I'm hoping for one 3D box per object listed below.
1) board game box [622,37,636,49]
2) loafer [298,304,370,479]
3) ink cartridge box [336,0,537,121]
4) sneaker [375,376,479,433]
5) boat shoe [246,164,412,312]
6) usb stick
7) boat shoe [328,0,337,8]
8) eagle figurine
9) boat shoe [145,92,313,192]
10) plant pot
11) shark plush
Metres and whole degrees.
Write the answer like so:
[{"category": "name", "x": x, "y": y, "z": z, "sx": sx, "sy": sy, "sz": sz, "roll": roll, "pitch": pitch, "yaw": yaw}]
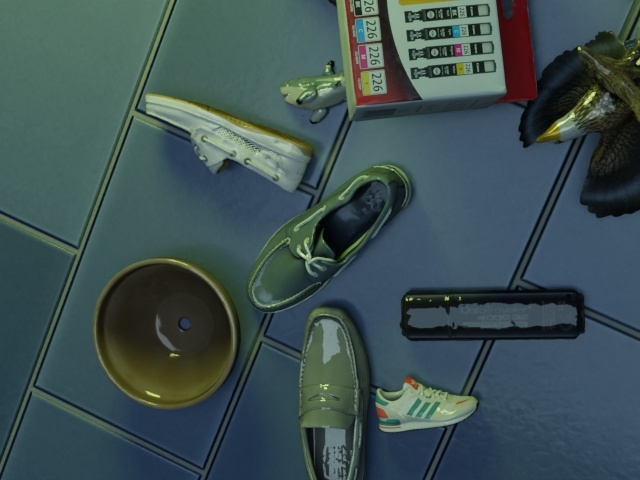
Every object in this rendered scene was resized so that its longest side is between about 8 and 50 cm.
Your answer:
[{"category": "board game box", "x": 0.495, "y": -0.199, "z": 1.651, "sx": 0.045, "sy": 0.146, "sz": 0.194, "roll": -15, "pitch": 94, "yaw": -20}, {"category": "loafer", "x": 0.020, "y": 0.262, "z": 1.828, "sx": 0.112, "sy": 0.111, "sz": 0.320, "roll": -5, "pitch": 95, "yaw": 14}, {"category": "ink cartridge box", "x": 0.159, "y": -0.334, "z": 1.608, "sx": 0.271, "sy": 0.130, "sz": 0.310, "roll": -6, "pitch": 88, "yaw": -3}, {"category": "sneaker", "x": 0.159, "y": 0.246, "z": 1.822, "sx": 0.161, "sy": 0.057, "sz": 0.075, "roll": -12, "pitch": 99, "yaw": 17}, {"category": "boat shoe", "x": 0.000, "y": 0.000, "z": 1.811, "sx": 0.319, "sy": 0.099, "sz": 0.116, "roll": -39, "pitch": 87, "yaw": 14}, {"category": "usb stick", "x": 0.256, "y": 0.112, "z": 1.792, "sx": 0.277, "sy": 0.045, "sz": 0.077, "roll": -2, "pitch": 89, "yaw": 14}, {"category": "boat shoe", "x": 0.068, "y": -0.387, "z": 1.736, "sx": 0.355, "sy": 0.130, "sz": 0.132, "roll": 33, "pitch": 102, "yaw": 7}, {"category": "eagle figurine", "x": 0.388, "y": -0.173, "z": 1.613, "sx": 0.225, "sy": 0.298, "sz": 0.226, "roll": 5, "pitch": 79, "yaw": 8}, {"category": "boat shoe", "x": -0.153, "y": -0.149, "z": 1.831, "sx": 0.277, "sy": 0.098, "sz": 0.096, "roll": 22, "pitch": 100, "yaw": 9}, {"category": "plant pot", "x": -0.230, "y": 0.139, "z": 1.875, "sx": 0.237, "sy": 0.110, "sz": 0.237, "roll": 2, "pitch": 97, "yaw": 13}, {"category": "shark plush", "x": 0.015, "y": -0.248, "z": 1.806, "sx": 0.161, "sy": 0.073, "sz": 0.067, "roll": -31, "pitch": 58, "yaw": 19}]
